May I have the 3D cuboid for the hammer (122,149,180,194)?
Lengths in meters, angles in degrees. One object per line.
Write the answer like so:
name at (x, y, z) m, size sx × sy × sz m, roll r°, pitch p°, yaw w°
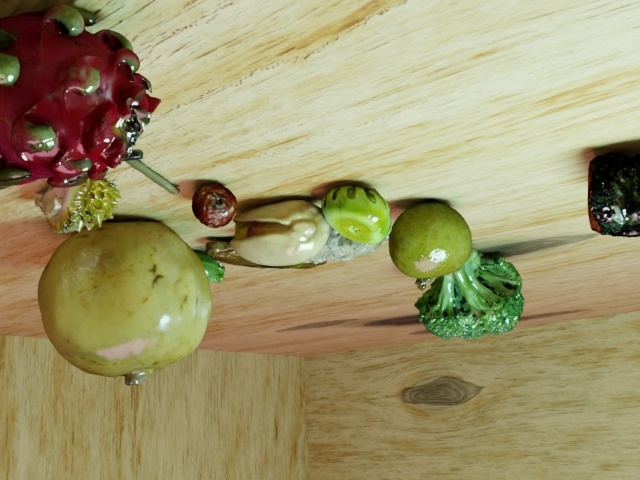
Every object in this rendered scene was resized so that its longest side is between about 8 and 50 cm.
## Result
hammer at (-0.274, -0.105, 1.413) m, size 0.062 × 0.013 × 0.199 m, roll -5°, pitch 166°, yaw 12°

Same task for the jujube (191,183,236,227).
jujube at (-0.182, -0.058, 1.511) m, size 0.077 × 0.077 × 0.129 m, roll 0°, pitch 177°, yaw -8°

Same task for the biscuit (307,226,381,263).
biscuit at (0.000, 0.000, 1.758) m, size 0.281 × 0.084 × 0.179 m, roll -6°, pitch 171°, yaw 25°

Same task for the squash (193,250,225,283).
squash at (-0.308, 0.055, 1.941) m, size 0.219 × 0.077 × 0.068 m, roll 11°, pitch 128°, yaw -32°

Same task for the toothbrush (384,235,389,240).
toothbrush at (0.128, -0.003, 1.871) m, size 0.354 × 0.029 × 0.024 m, roll -3°, pitch 163°, yaw 3°

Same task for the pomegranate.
pomegranate at (-0.373, 0.121, 1.712) m, size 0.333 × 0.332 × 0.332 m, roll -2°, pitch 167°, yaw 0°

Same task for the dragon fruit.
dragon fruit at (-0.301, -0.137, 0.923) m, size 0.198 × 0.218 × 0.273 m, roll 48°, pitch 148°, yaw -22°

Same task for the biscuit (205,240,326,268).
biscuit at (-0.118, 0.036, 1.928) m, size 0.290 × 0.041 × 0.208 m, roll 7°, pitch 170°, yaw -34°

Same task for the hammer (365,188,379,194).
hammer at (0.067, -0.074, 1.604) m, size 0.029 × 0.014 × 0.123 m, roll 16°, pitch 163°, yaw -23°

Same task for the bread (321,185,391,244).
bread at (0.067, -0.047, 1.544) m, size 0.130 × 0.071 × 0.139 m, roll 4°, pitch 152°, yaw 36°

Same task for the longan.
longan at (0.203, 0.012, 1.652) m, size 0.155 × 0.176 × 0.145 m, roll 6°, pitch -157°, yaw 3°

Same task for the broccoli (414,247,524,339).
broccoli at (0.344, 0.119, 2.045) m, size 0.262 × 0.269 × 0.241 m, roll 14°, pitch 146°, yaw 45°

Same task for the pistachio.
pistachio at (-0.073, -0.009, 1.624) m, size 0.201 × 0.117 × 0.145 m, roll -11°, pitch 169°, yaw 37°

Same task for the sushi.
sushi at (0.507, -0.069, 1.432) m, size 0.126 × 0.136 × 0.225 m, roll 1°, pitch 174°, yaw 26°

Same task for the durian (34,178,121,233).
durian at (-0.394, -0.058, 1.451) m, size 0.140 × 0.078 × 0.224 m, roll 2°, pitch 167°, yaw -18°
